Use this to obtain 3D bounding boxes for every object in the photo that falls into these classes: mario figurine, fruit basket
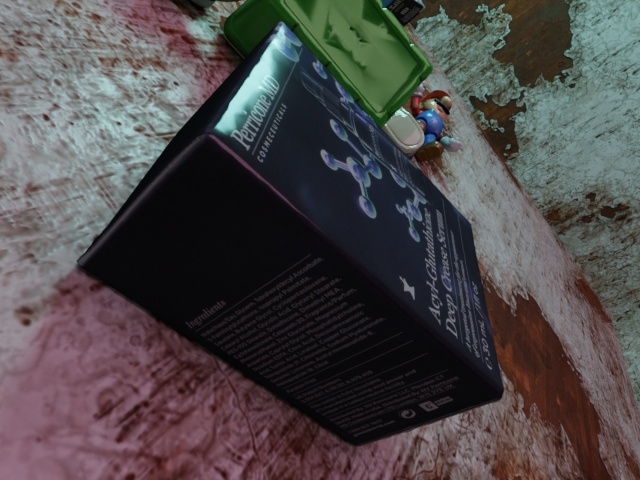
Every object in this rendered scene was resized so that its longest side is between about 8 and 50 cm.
[{"bbox_3d":[0.359,-0.391,1.467,0.321,0.170,0.198,-65,151,-47],"label":"mario figurine"},{"bbox_3d":[0.013,-0.379,0.970,0.392,0.283,0.392,40,-11,9],"label":"fruit basket"}]

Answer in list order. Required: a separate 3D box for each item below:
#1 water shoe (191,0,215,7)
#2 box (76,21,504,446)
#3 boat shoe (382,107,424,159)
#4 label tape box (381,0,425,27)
[{"bbox_3d":[-0.255,-0.506,0.812,0.203,0.080,0.073,33,37,-33],"label":"water shoe"},{"bbox_3d":[0.000,0.000,0.558,0.395,0.212,0.294,40,34,-23],"label":"box"},{"bbox_3d":[0.153,-0.343,1.215,0.116,0.097,0.324,-23,73,-18],"label":"boat shoe"},{"bbox_3d":[0.136,-0.665,1.360,0.106,0.240,0.333,60,31,3],"label":"label tape box"}]
